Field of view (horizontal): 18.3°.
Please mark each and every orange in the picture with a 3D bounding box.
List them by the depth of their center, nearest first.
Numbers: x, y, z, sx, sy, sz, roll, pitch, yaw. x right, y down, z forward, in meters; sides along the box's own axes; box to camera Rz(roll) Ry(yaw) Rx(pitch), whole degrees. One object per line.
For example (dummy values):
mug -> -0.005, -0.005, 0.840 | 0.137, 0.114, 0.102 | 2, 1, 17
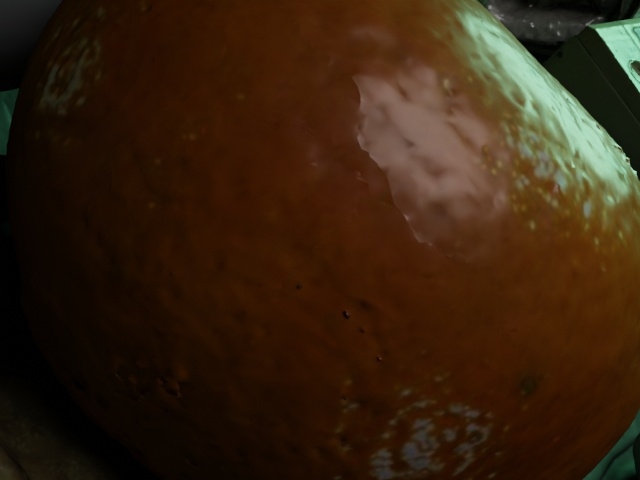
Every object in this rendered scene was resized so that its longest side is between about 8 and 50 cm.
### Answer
orange -> 0.000, 0.000, 1.171 | 0.424, 0.326, 0.424 | 45, 3, -3

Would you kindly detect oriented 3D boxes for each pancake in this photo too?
pancake -> -0.140, 0.124, 1.108 | 0.236, 0.042, 0.222 | 45, 7, 17

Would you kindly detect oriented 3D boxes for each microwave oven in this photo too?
microwave oven -> 0.260, -0.088, 1.656 | 0.240, 0.194, 0.145 | -14, 69, -50

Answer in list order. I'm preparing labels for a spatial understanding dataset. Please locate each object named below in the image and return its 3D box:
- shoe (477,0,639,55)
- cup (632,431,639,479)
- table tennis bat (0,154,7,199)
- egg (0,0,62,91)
shoe -> 0.229, -0.234, 1.736 | 0.351, 0.172, 0.198 | 15, 40, -25
cup -> 0.359, 0.244, 1.550 | 0.234, 0.186, 0.258 | 66, 9, 27
table tennis bat -> -0.229, -0.039, 1.170 | 0.027, 0.150, 0.236 | 22, 9, 22
egg -> -0.201, -0.174, 1.260 | 0.146, 0.146, 0.199 | 52, 41, -4
